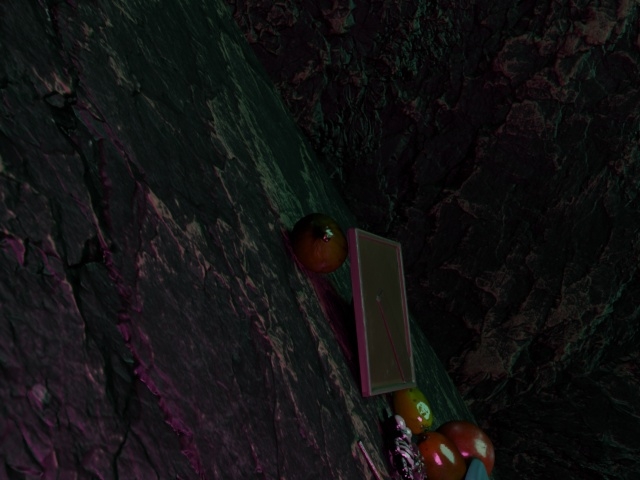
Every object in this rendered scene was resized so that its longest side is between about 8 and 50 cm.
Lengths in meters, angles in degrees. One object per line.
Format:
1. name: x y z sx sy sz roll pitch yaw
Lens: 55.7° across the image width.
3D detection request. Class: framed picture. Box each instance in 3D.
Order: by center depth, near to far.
1. framed picture: 0.179 0.203 1.722 0.326 0.028 0.445 16 66 -58

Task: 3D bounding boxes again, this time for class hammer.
1. hammer: 0.127 0.515 1.314 0.182 0.017 0.062 61 10 0

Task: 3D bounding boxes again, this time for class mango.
1. mango: 0.362 0.675 1.758 0.146 0.129 0.289 -94 162 -60
2. mango: 0.269 0.503 1.819 0.119 0.100 0.178 102 -31 -43

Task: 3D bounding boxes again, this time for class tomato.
1. tomato: 0.447 0.675 1.926 0.208 0.208 0.184 59 26 -16

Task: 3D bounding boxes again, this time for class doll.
1. doll: 0.198 0.511 1.531 0.091 0.067 0.219 54 11 -22

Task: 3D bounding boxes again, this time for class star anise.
1. star anise: 0.246 0.587 1.593 0.124 0.056 0.129 66 11 16

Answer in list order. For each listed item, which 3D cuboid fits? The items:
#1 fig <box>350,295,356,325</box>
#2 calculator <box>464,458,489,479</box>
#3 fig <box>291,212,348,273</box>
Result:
1. fig: 0.160 0.221 1.954 0.159 0.159 0.257 63 -8 1
2. calculator: 0.437 0.781 1.669 0.386 0.055 0.256 -41 117 -64
3. fig: -0.002 0.002 1.588 0.170 0.146 0.274 63 -4 5
